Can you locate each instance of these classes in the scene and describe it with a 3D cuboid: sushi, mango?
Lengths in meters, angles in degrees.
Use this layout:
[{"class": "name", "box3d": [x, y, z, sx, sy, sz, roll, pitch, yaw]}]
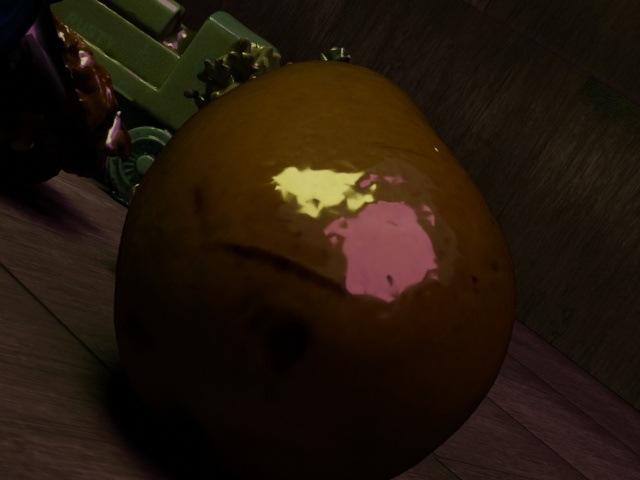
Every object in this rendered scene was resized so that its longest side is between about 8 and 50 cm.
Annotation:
[{"class": "sushi", "box3d": [-0.304, -0.156, 1.520, 0.213, 0.204, 0.200, -3, 16, 34]}, {"class": "mango", "box3d": [0.000, 0.000, 1.168, 0.301, 0.220, 0.445, 4, 40, 6]}]

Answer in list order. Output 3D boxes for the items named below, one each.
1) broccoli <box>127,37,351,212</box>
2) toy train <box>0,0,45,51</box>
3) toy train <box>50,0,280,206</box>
[{"class": "broccoli", "box3d": [-0.048, 0.001, 1.482, 0.281, 0.348, 0.293, 3, -32, -6]}, {"class": "toy train", "box3d": [-0.351, -0.191, 1.026, 0.188, 0.300, 0.265, 39, -2, 38]}, {"class": "toy train", "box3d": [-0.247, -0.211, 1.816, 0.397, 0.253, 0.160, 34, 6, -1]}]
